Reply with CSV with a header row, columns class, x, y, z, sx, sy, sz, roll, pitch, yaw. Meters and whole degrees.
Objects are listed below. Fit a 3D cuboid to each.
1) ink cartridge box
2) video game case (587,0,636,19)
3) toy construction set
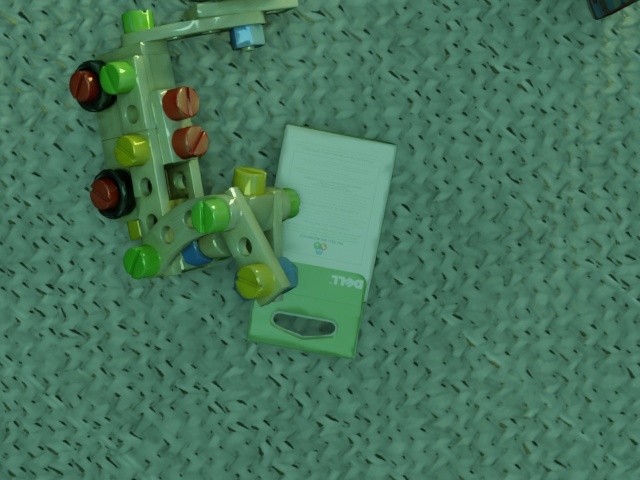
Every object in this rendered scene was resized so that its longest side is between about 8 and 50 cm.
class,x,y,z,sx,sy,sz,roll,pitch,yaw
ink cartridge box,0.000,0.000,1.297,0.109,0.062,0.209,11,92,-2
video game case,0.248,-0.308,1.183,0.025,0.285,0.204,-21,93,0
toy construction set,-0.112,-0.098,1.229,0.215,0.151,0.327,-7,79,42
